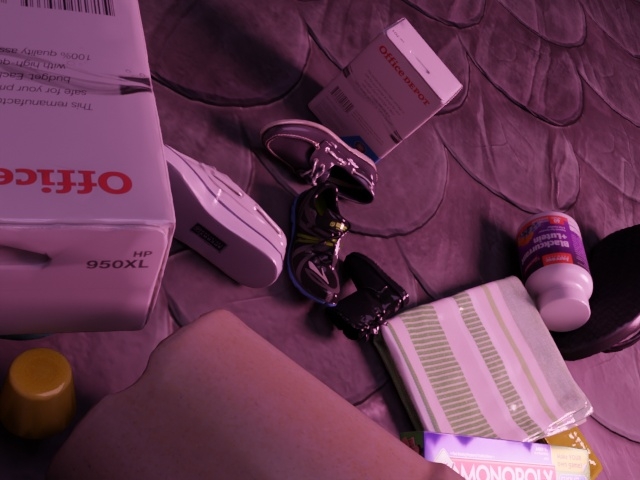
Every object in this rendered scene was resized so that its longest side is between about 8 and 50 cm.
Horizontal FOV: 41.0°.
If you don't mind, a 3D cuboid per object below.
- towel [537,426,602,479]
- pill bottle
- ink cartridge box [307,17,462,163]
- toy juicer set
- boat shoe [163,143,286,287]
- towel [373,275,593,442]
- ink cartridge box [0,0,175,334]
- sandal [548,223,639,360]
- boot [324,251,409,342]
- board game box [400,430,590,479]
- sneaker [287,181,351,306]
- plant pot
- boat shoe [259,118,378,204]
[{"bbox_3d":[0.346,0.263,1.301,0.102,0.021,0.237,-23,79,-47],"label":"towel"},{"bbox_3d":[0.385,0.052,1.406,0.108,0.108,0.193,30,38,-23],"label":"pill bottle"},{"bbox_3d":[0.095,-0.216,1.290,0.139,0.191,0.082,50,41,-2],"label":"ink cartridge box"},{"bbox_3d":[-0.327,0.030,0.831,0.209,0.089,0.329,8,50,-15],"label":"toy juicer set"},{"bbox_3d":[-0.145,-0.047,1.042,0.258,0.095,0.084,46,36,-22],"label":"boat shoe"},{"bbox_3d":[0.236,0.187,1.222,0.325,0.038,0.248,-12,69,-39],"label":"towel"},{"bbox_3d":[-0.308,-0.115,0.784,0.285,0.166,0.395,0,52,-21],"label":"ink cartridge box"},{"bbox_3d":[0.528,0.100,1.486,0.446,0.167,0.107,-39,108,-49],"label":"sandal"},{"bbox_3d":[0.048,0.075,1.146,0.099,0.045,0.121,-34,57,-28],"label":"boot"},{"bbox_3d":[0.231,0.359,1.074,0.317,0.046,0.213,14,68,-35],"label":"board game box"},{"bbox_3d":[0.000,0.000,1.136,0.067,0.078,0.188,20,50,-30],"label":"sneaker"},{"bbox_3d":[-0.058,0.239,0.763,0.305,0.334,0.334,44,40,8],"label":"plant pot"},{"bbox_3d":[0.004,-0.109,1.221,0.206,0.075,0.065,22,45,-35],"label":"boat shoe"}]
